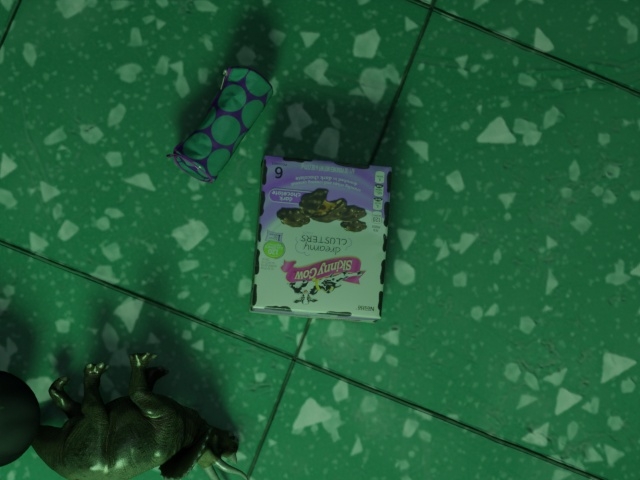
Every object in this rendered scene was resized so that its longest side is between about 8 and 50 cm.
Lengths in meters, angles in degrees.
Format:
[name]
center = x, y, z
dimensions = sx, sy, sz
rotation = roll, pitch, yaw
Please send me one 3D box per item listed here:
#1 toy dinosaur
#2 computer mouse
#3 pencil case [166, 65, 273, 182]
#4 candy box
[toy dinosaur]
center = -0.250, 0.231, 1.768
dimensions = 0.313, 0.121, 0.160
rotation = -6, 70, -11
[computer mouse]
center = -0.468, 0.239, 1.738
dimensions = 0.272, 0.072, 0.188
rotation = -19, 82, 5
[pencil case]
center = -0.126, -0.149, 1.858
dimensions = 0.070, 0.064, 0.151
rotation = 35, 80, -17
[candy box]
center = 0.000, 0.000, 1.848
dimensions = 0.165, 0.070, 0.196
rotation = 5, 82, -6
